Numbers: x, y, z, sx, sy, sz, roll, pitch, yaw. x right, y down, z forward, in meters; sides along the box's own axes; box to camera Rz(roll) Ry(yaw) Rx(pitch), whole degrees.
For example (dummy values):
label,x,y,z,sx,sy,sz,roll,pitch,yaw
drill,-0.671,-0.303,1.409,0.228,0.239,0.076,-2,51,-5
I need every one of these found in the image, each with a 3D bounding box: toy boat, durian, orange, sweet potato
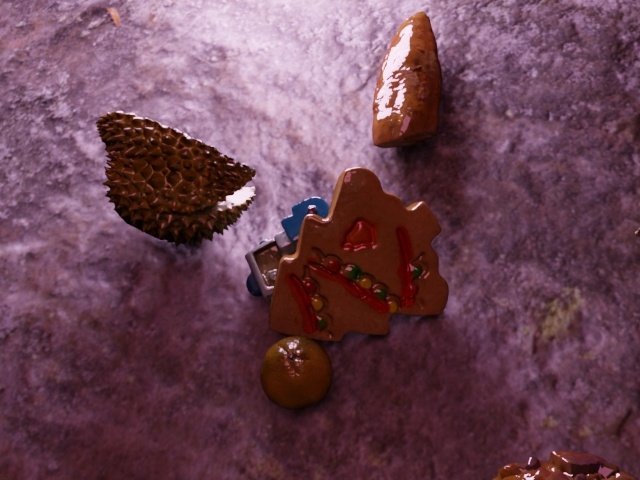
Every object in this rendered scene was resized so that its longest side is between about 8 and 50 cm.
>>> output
label,x,y,z,sx,sy,sz,roll,pitch,yaw
toy boat,0.000,0.000,0.997,0.215,0.102,0.088,-24,64,-7
durian,-0.209,-0.076,1.025,0.237,0.193,0.138,26,91,42
orange,-0.028,0.151,0.920,0.085,0.095,0.085,-2,55,3
sweet potato,0.124,-0.222,1.114,0.097,0.097,0.252,5,57,10

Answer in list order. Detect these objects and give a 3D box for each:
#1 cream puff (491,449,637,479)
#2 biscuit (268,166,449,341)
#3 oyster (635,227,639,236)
label,x,y,z,sx,sy,sz,roll,pitch,yaw
cream puff,0.207,0.358,0.702,0.342,0.231,0.327,-8,64,3
biscuit,0.037,0.038,0.949,0.238,0.041,0.212,-35,105,1
oyster,0.474,-0.037,0.982,0.165,0.053,0.109,-5,87,-4
